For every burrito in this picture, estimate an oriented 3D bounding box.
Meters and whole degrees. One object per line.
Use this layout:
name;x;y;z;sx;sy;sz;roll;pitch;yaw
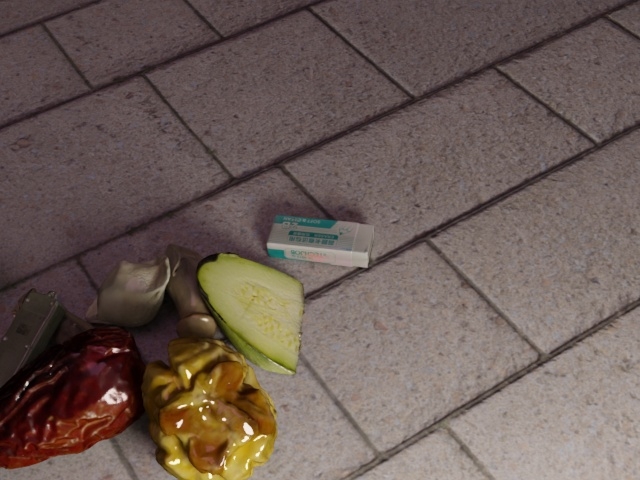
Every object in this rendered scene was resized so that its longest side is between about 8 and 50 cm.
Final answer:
burrito;-0.511;0.182;1.920;0.275;0.059;0.082;24;64;25

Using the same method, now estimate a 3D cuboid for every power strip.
power strip;-0.594;0.221;1.852;0.078;0.052;0.272;16;67;20

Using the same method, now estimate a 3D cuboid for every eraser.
eraser;0.000;0.000;2.061;0.225;0.052;0.095;6;46;9

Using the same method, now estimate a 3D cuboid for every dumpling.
dumpling;-0.382;0.095;1.945;0.126;0.215;0.166;28;40;-12

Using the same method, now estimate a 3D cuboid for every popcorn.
popcorn;-0.205;0.290;1.680;0.225;0.265;0.332;-33;22;11

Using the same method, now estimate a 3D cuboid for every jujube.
jujube;-0.477;0.298;1.727;0.342;0.216;0.216;-25;50;-8

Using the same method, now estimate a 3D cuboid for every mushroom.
mushroom;-0.274;0.100;1.955;0.108;0.096;0.247;-17;49;-13

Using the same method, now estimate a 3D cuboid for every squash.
squash;-0.140;0.129;1.885;0.204;0.155;0.236;-1;45;5
